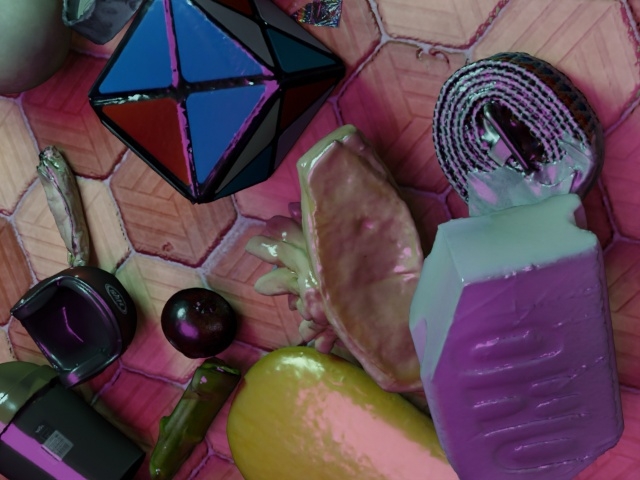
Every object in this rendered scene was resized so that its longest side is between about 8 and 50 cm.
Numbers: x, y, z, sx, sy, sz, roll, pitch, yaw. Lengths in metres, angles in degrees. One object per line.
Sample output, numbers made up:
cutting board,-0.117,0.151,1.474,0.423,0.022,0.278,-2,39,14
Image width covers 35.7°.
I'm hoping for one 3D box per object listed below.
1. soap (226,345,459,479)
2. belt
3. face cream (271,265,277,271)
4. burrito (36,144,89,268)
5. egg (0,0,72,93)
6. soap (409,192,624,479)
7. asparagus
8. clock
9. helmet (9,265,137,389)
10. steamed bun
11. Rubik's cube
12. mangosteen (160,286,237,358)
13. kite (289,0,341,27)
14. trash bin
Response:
soap,0.039,0.356,1.627,0.427,0.115,0.306,32,115,14
belt,0.277,-0.137,1.395,0.207,0.150,0.257,-37,87,33
face cream,0.000,0.000,1.591,0.084,0.057,0.198,37,114,1
burrito,-0.454,-0.055,1.764,0.058,0.063,0.230,-8,101,14
egg,-0.558,-0.397,1.620,0.258,0.258,0.352,-45,77,24
soap,0.270,0.173,1.374,0.261,0.156,0.446,-14,124,5
asparagus,-0.227,0.315,1.735,0.343,0.082,0.085,-58,46,35
clock,-0.293,-0.445,1.494,0.061,0.312,0.312,25,118,-29
helmet,-0.420,0.142,1.722,0.216,0.193,0.189,-30,96,33
steamed bun,0.037,0.053,1.505,0.247,0.189,0.428,-32,108,-9
Rubik's cube,-0.154,-0.233,1.497,0.246,0.250,0.248,42,116,8
mangosteen,-0.209,0.148,1.685,0.140,0.140,0.140,5,104,21
kite,0.000,-0.365,1.536,0.122,0.004,0.090,-31,90,25
trash bin,-0.497,0.356,1.801,0.334,0.214,0.214,34,113,3
